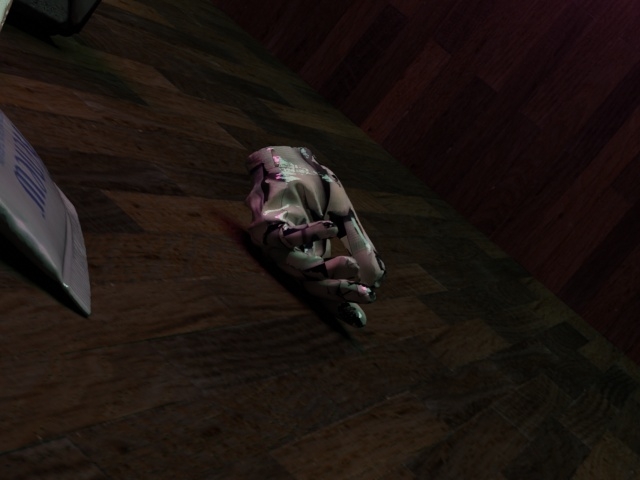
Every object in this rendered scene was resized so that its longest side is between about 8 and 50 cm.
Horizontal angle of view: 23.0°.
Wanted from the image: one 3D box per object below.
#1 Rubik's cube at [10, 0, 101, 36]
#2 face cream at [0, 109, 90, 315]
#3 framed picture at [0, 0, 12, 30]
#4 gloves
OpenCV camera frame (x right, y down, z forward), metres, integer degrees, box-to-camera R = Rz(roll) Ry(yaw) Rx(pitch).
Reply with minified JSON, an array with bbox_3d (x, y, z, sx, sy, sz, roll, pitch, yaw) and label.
[{"bbox_3d":[-0.372,-0.454,1.807,0.310,0.307,0.305,44,8,25],"label":"Rubik's cube"},{"bbox_3d":[-0.320,-0.126,1.148,0.420,0.137,0.235,48,4,-24],"label":"face cream"},{"bbox_3d":[-0.408,-0.310,1.428,0.315,0.024,0.232,34,50,-28],"label":"framed picture"},{"bbox_3d":[-0.008,0.003,1.684,0.127,0.111,0.212,29,41,-66],"label":"gloves"}]
